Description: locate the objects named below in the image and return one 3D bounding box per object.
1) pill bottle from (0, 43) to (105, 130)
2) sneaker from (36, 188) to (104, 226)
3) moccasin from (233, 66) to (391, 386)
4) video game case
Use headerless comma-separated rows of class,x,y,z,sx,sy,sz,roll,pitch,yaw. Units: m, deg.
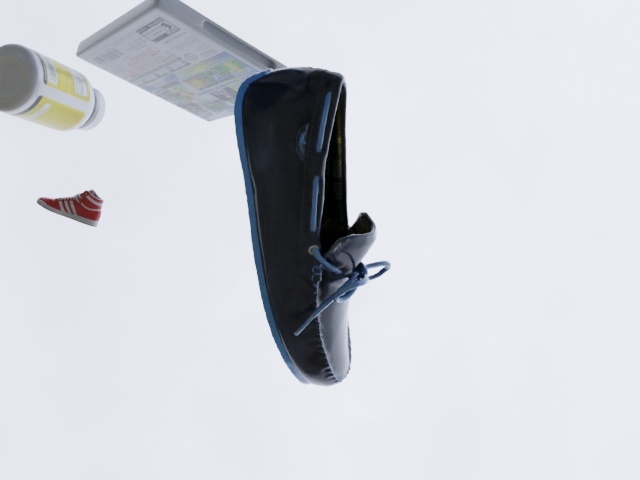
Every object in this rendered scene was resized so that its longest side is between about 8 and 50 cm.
pill bottle,-0.265,-0.143,0.630,0.065,0.116,0.065,-1,-94,16
sneaker,-0.469,-0.076,1.213,0.119,0.042,0.067,21,-83,-9
moccasin,0.000,0.000,0.648,0.117,0.137,0.341,-5,-66,16
video game case,-0.235,-0.311,1.155,0.329,0.300,0.036,-1,-108,49
